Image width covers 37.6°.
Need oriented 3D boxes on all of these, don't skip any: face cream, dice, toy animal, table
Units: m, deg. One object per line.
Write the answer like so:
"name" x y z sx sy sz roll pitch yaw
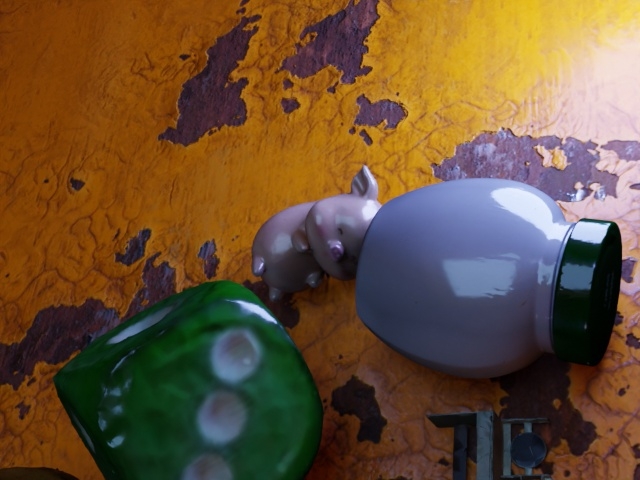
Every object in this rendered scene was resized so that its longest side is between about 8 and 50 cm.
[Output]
"face cream" 0.247 0.053 1.399 0.357 0.219 0.312 8 64 28
"dice" -0.193 0.247 1.377 0.297 0.300 0.287 -33 12 -25
"toy animal" 0.005 0.003 1.586 0.250 0.166 0.154 -19 38 17
"table" 0.239 0.322 1.339 0.175 0.062 0.146 -8 58 24

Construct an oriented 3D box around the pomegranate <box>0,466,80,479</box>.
"pomegranate" -0.456 0.485 1.430 0.281 0.281 0.281 -12 57 18
